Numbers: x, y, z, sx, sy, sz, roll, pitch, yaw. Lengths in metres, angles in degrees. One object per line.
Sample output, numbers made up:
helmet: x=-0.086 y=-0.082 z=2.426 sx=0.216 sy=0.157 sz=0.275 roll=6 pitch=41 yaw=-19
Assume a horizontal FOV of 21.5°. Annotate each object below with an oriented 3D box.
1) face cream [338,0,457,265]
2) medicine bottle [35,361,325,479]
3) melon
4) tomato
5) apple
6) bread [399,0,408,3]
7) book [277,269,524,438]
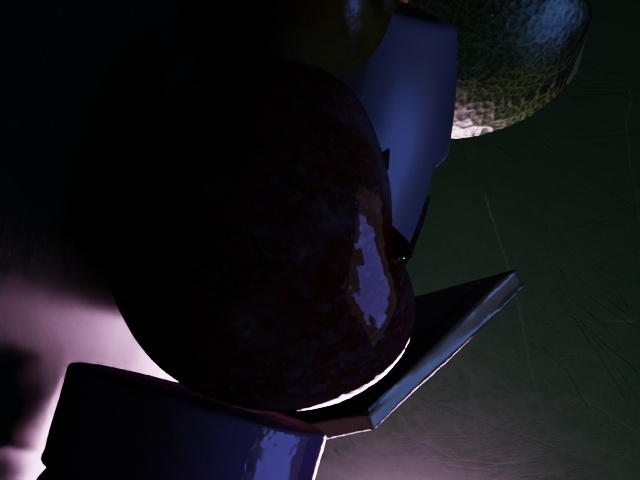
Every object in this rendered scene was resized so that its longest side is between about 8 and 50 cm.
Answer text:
face cream: x=-0.004 y=-0.058 z=1.594 sx=0.312 sy=0.219 sz=0.357 roll=-67 pitch=175 yaw=-78
medicine bottle: x=-0.136 y=0.272 z=1.267 sx=0.212 sy=0.212 sz=0.325 roll=40 pitch=67 yaw=-84
melon: x=0.173 y=-0.283 z=2.152 sx=0.226 sy=0.343 sz=0.331 roll=-71 pitch=173 yaw=-70
tomato: x=-0.050 y=-0.002 z=1.266 sx=0.270 sy=0.227 sz=0.270 roll=168 pitch=-90 yaw=-87
apple: x=-0.019 y=-0.217 z=1.372 sx=0.182 sy=0.155 sz=0.182 roll=16 pitch=90 yaw=-70
bread: x=0.057 y=-0.351 z=1.800 sx=0.107 sy=0.136 sz=0.241 roll=-68 pitch=173 yaw=-47
book: x=0.016 y=0.141 z=1.779 sx=0.264 sy=0.031 sz=0.379 roll=-41 pitch=-167 yaw=-37
